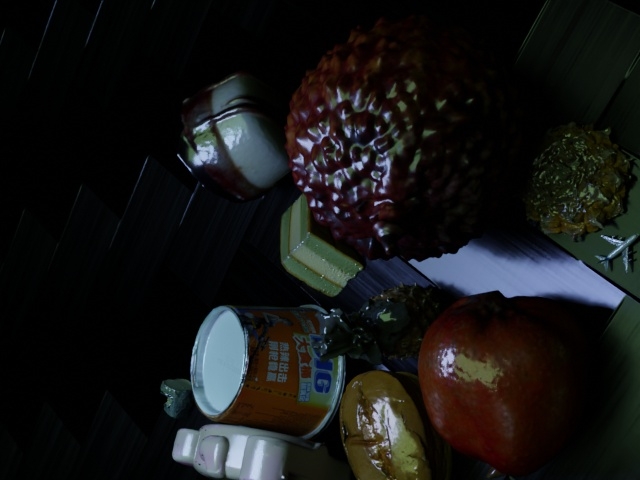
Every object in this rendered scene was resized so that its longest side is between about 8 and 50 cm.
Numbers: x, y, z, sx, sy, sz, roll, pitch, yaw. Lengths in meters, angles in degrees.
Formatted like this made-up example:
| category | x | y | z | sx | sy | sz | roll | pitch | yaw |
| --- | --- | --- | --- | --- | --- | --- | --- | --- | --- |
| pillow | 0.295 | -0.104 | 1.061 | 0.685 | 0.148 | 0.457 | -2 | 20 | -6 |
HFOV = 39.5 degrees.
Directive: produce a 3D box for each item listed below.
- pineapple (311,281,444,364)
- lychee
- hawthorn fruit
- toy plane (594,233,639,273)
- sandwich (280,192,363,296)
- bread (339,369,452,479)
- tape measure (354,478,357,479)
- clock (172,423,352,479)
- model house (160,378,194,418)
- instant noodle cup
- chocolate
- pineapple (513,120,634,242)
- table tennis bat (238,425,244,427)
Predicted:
| category | x | y | z | sx | sy | sz | roll | pitch | yaw |
| --- | --- | --- | --- | --- | --- | --- | --- | --- | --- |
| pineapple | 0.109 | 0.150 | 1.610 | 0.170 | 0.310 | 0.141 | -30 | 72 | 35 |
| lychee | 0.141 | -0.158 | 1.495 | 0.425 | 0.500 | 0.424 | 9 | 130 | 11 |
| hawthorn fruit | 0.308 | 0.229 | 1.478 | 0.295 | 0.295 | 0.311 | -31 | 71 | 34 |
| toy plane | 0.496 | 0.016 | 1.481 | 0.084 | 0.024 | 0.078 | -41 | 60 | 24 |
| sandwich | 0.000 | 0.000 | 1.895 | 0.117 | 0.144 | 0.187 | -45 | 27 | 29 |
| bread | 0.140 | 0.375 | 1.690 | 0.195 | 0.143 | 0.269 | -30 | 71 | 37 |
| tape measure | 0.102 | 0.503 | 1.772 | 0.091 | 0.054 | 0.094 | 47 | 111 | 32 |
| clock | -0.121 | 0.447 | 1.787 | 0.309 | 0.284 | 0.114 | -3 | 68 | 38 |
| model house | -0.344 | 0.379 | 2.124 | 0.066 | 0.079 | 0.083 | 27 | 107 | 39 |
| instant noodle cup | -0.117 | 0.256 | 1.804 | 0.296 | 0.214 | 0.296 | -23 | 61 | 50 |
| chocolate | -0.151 | -0.237 | 1.867 | 0.186 | 0.284 | 0.283 | -35 | 68 | 32 |
| pineapple | 0.419 | -0.104 | 1.516 | 0.225 | 0.076 | 0.224 | -2 | 87 | 41 |
| table tennis bat | -0.114 | 0.495 | 1.960 | 0.153 | 0.040 | 0.244 | -47 | 59 | 24 |
